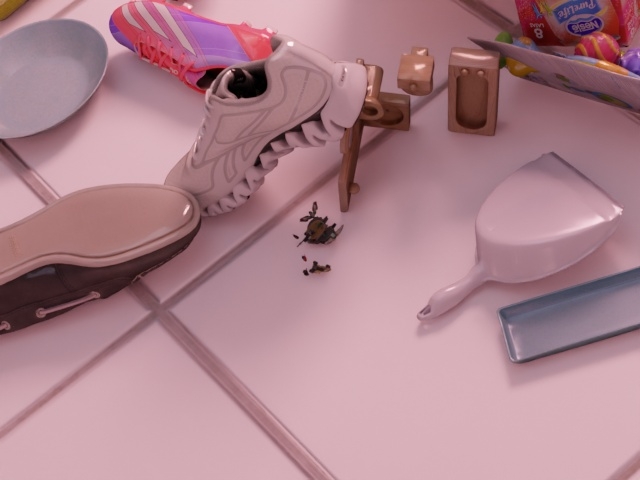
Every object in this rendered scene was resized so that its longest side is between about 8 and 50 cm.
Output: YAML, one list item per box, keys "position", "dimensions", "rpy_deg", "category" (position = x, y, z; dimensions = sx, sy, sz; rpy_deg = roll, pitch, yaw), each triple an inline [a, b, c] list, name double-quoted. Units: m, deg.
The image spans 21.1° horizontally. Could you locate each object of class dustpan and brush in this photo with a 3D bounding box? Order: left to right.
- position: [0.179, 0.009, 1.680]
  dimensions: [0.211, 0.060, 0.147]
  rpy_deg: [-28, 36, -11]
  category: "dustpan and brush"

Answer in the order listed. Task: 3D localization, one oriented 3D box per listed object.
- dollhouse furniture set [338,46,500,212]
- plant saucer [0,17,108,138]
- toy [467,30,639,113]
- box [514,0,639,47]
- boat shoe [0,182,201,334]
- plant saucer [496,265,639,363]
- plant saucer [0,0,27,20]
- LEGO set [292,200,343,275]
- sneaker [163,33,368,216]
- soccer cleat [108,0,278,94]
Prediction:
- position: [0.100, -0.110, 1.761]
  dimensions: [0.151, 0.144, 0.123]
  rpy_deg: [7, 59, 8]
  category: "dollhouse furniture set"
- position: [-0.337, -0.184, 2.043]
  dimensions: [0.195, 0.037, 0.195]
  rpy_deg: [-10, 50, 12]
  category: "plant saucer"
- position: [0.281, -0.176, 1.726]
  dimensions: [0.237, 0.137, 0.056]
  rpy_deg: [16, 85, 33]
  category: "toy"
- position: [0.298, -0.327, 1.823]
  dimensions: [0.122, 0.128, 0.257]
  rpy_deg: [4, 42, 28]
  category: "box"
- position: [-0.282, 0.027, 1.825]
  dimensions: [0.335, 0.095, 0.112]
  rpy_deg: [-16, 51, 1]
  category: "boat shoe"
- position: [0.265, 0.066, 1.617]
  dimensions: [0.192, 0.018, 0.067]
  rpy_deg: [-17, 48, 6]
  category: "plant saucer"
- position: [-0.404, -0.362, 2.211]
  dimensions: [0.188, 0.045, 0.188]
  rpy_deg: [-42, 50, -16]
  category: "plant saucer"
- position: [-0.002, 0.001, 1.775]
  dimensions: [0.054, 0.023, 0.083]
  rpy_deg: [5, 67, 27]
  category: "LEGO set"
- position: [-0.082, -0.122, 1.778]
  dimensions: [0.292, 0.118, 0.110]
  rpy_deg: [-34, 39, 40]
  category: "sneaker"
- position: [-0.153, -0.217, 1.975]
  dimensions: [0.248, 0.083, 0.095]
  rpy_deg: [15, 63, 27]
  category: "soccer cleat"
